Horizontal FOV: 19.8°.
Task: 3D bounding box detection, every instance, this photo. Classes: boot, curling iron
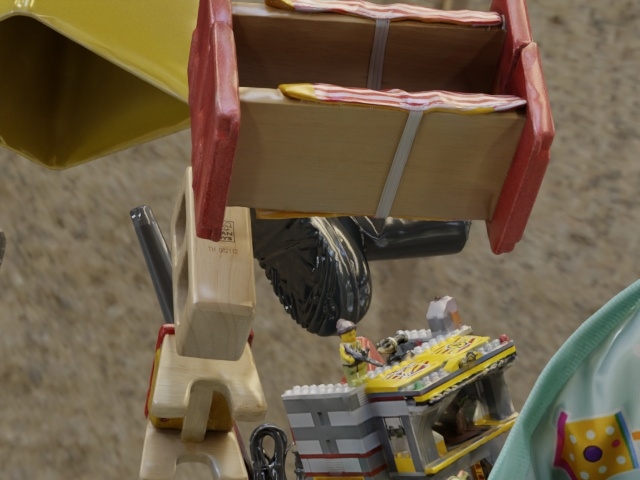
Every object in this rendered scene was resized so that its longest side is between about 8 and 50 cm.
[{"bbox_3d":[0.048,-0.007,1.604,0.207,0.246,0.094,-4,118,-26],"label":"boot"},{"bbox_3d":[-0.086,0.094,1.487,0.068,0.035,0.274,-29,84,4],"label":"curling iron"}]

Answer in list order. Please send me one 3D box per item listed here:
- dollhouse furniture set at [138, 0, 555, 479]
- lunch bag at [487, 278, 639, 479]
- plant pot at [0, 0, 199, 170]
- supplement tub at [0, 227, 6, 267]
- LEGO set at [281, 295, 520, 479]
[{"bbox_3d":[0.000,0.000,1.193,0.201,0.152,0.374,4,138,-11],"label":"dollhouse furniture set"},{"bbox_3d":[0.205,0.078,0.619,0.262,0.160,0.223,-35,146,24],"label":"lunch bag"},{"bbox_3d":[-0.223,-0.203,1.560,0.212,0.212,0.187,28,60,-41],"label":"plant pot"},{"bbox_3d":[-0.396,0.113,1.544,0.193,0.193,0.316,17,89,-18],"label":"supplement tub"},{"bbox_3d":[0.048,0.134,0.817,0.331,0.255,0.192,-22,99,-34],"label":"LEGO set"}]
